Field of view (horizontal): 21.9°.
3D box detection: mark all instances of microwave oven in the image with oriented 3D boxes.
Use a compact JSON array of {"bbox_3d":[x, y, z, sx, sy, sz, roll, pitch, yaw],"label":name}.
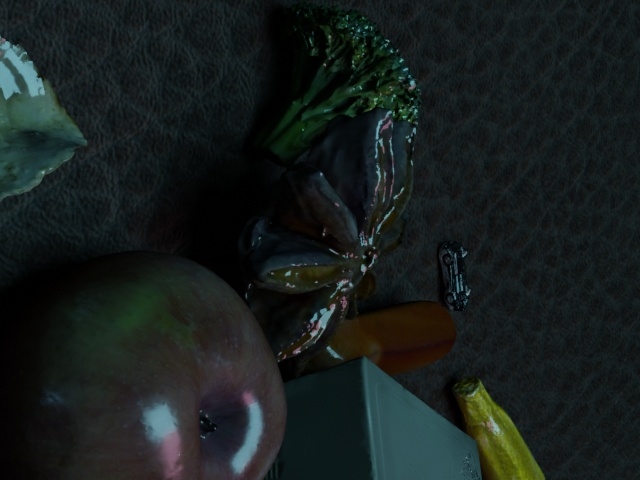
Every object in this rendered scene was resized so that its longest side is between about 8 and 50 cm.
[{"bbox_3d":[0.050,0.296,1.859,0.295,0.181,0.238,39,37,-50],"label":"microwave oven"}]

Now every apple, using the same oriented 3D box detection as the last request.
[{"bbox_3d":[-0.167,0.149,1.544,0.305,0.235,0.306,-7,99,-53],"label":"apple"}]

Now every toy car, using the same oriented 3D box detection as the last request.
[{"bbox_3d":[0.173,0.047,2.153,0.041,0.025,0.093,-15,104,-49],"label":"toy car"}]

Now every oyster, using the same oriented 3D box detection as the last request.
[{"bbox_3d":[-0.370,-0.094,1.375,0.396,0.111,0.204,-32,102,-46],"label":"oyster"}]

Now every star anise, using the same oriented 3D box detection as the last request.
[{"bbox_3d":[0.001,-0.001,1.726,0.332,0.117,0.332,-52,163,-24],"label":"star anise"}]

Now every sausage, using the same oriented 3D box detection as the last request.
[{"bbox_3d":[0.056,0.124,1.959,0.300,0.089,0.083,-5,70,-52],"label":"sausage"}]

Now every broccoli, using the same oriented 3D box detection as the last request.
[{"bbox_3d":[0.005,-0.155,1.832,0.220,0.194,0.194,66,41,-68],"label":"broccoli"}]

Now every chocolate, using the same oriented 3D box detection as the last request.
[{"bbox_3d":[0.233,0.269,2.223,0.086,0.085,0.219,-55,133,-33],"label":"chocolate"}]

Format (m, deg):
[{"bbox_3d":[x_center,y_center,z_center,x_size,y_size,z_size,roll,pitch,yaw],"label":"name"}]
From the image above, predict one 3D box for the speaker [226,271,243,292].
[{"bbox_3d":[-0.069,0.056,1.822,0.191,0.040,0.046,-42,128,-43],"label":"speaker"}]
